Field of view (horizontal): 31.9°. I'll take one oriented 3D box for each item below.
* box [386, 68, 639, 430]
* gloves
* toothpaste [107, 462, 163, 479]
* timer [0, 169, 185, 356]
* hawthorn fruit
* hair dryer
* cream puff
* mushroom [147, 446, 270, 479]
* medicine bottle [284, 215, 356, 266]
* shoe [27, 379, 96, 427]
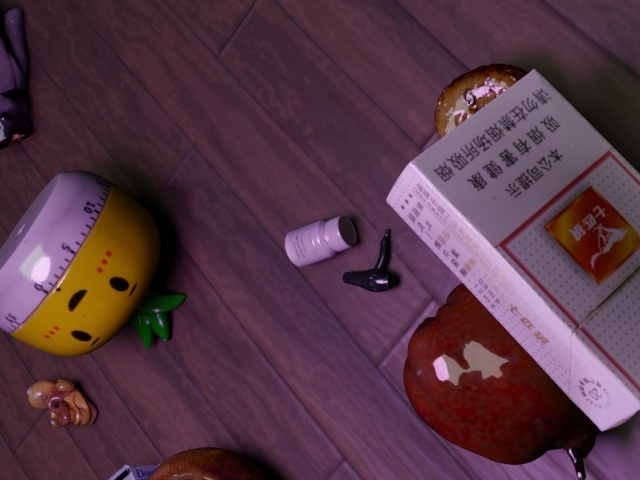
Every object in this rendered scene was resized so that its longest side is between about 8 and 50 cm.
[{"bbox_3d":[0.258,0.004,1.170,0.330,0.210,0.095,48,152,9],"label":"box"},{"bbox_3d":[-0.539,-0.286,1.852,0.142,0.119,0.286,-20,69,-1],"label":"gloves"},{"bbox_3d":[-0.351,0.447,1.677,0.336,0.081,0.067,-43,62,24],"label":"toothpaste"},{"bbox_3d":[-0.318,0.059,1.615,0.285,0.285,0.285,-3,85,34],"label":"timer"},{"bbox_3d":[0.215,0.162,1.248,0.248,0.208,0.208,49,113,14],"label":"hawthorn fruit"},{"bbox_3d":[0.069,0.025,1.461,0.079,0.031,0.083,7,77,43],"label":"hair dryer"},{"bbox_3d":[0.210,-0.137,1.337,0.149,0.084,0.149,1,92,33],"label":"cream puff"},{"bbox_3d":[-0.151,0.407,1.500,0.253,0.153,0.253,-9,73,31],"label":"mushroom"},{"bbox_3d":[0.000,0.000,1.487,0.089,0.052,0.052,-20,76,31],"label":"medicine bottle"},{"bbox_3d":[-0.399,0.248,1.730,0.109,0.069,0.072,46,111,21],"label":"shoe"}]
